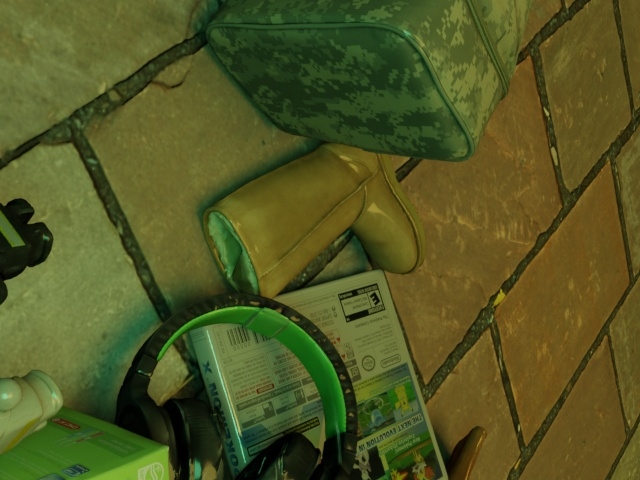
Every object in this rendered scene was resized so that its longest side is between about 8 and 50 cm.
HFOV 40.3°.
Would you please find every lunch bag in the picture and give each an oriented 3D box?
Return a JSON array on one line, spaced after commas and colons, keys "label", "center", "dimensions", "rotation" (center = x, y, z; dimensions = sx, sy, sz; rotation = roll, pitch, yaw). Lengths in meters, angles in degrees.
[{"label": "lunch bag", "center": [0.064, -0.251, 0.935], "dimensions": [0.256, 0.305, 0.212], "rotation": [-59, 137, -21]}]

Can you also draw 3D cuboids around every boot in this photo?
[{"label": "boot", "center": [0.000, 0.000, 1.058], "dimensions": [0.269, 0.089, 0.236], "rotation": [-41, 113, -39]}, {"label": "boot", "center": [0.185, 0.394, 1.244], "dimensions": [0.280, 0.096, 0.264], "rotation": [-55, 161, -28]}]

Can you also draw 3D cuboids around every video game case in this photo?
[{"label": "video game case", "center": [0.011, 0.204, 1.055], "dimensions": [0.329, 0.036, 0.300], "rotation": [-12, 83, -49]}]

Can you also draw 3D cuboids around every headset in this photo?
[{"label": "headset", "center": [-0.080, 0.226, 0.819], "dimensions": [0.243, 0.185, 0.394], "rotation": [24, 58, -18]}]

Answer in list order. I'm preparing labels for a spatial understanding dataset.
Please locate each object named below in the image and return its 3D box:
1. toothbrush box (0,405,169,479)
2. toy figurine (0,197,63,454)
[{"label": "toothbrush box", "center": [-0.283, 0.226, 0.655], "dimensions": [0.283, 0.206, 0.122], "rotation": [-10, 103, -49]}, {"label": "toy figurine", "center": [-0.301, 0.067, 0.608], "dimensions": [0.148, 0.213, 0.209], "rotation": [-22, 114, -61]}]
